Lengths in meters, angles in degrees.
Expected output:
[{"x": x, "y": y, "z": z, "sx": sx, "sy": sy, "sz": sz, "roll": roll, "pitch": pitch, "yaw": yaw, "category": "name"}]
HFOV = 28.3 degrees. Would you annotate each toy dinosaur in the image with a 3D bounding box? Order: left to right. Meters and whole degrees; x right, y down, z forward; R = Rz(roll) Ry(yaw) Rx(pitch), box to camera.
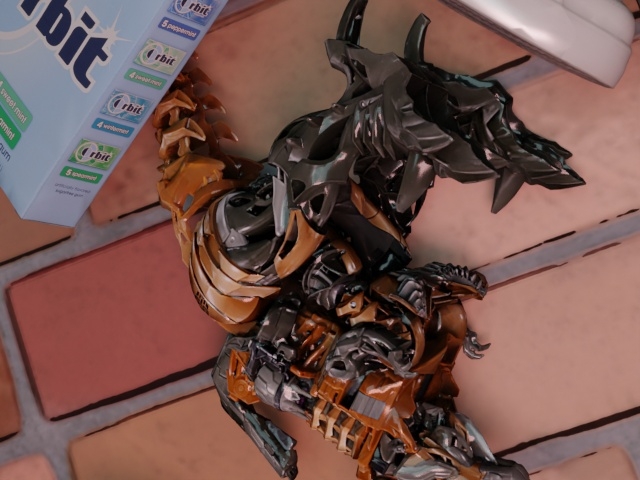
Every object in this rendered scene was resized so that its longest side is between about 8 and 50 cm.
[{"x": 0.000, "y": 0.000, "z": 0.649, "sx": 0.322, "sy": 0.164, "sz": 0.218, "roll": 44, "pitch": 112, "yaw": -3, "category": "toy dinosaur"}]

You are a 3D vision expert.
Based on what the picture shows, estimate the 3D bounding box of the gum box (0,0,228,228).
[{"x": -0.134, "y": -0.127, "z": 0.685, "sx": 0.184, "sy": 0.041, "sz": 0.157, "roll": -53, "pitch": 55, "yaw": 19, "category": "gum box"}]

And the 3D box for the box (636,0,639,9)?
[{"x": 0.198, "y": -0.062, "z": 0.614, "sx": 0.036, "sy": 0.114, "sz": 0.207, "roll": -20, "pitch": 82, "yaw": 12, "category": "box"}]

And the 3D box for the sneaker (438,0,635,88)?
[{"x": 0.073, "y": -0.218, "z": 0.660, "sx": 0.292, "sy": 0.108, "sz": 0.169, "roll": 38, "pitch": 99, "yaw": 15, "category": "sneaker"}]
